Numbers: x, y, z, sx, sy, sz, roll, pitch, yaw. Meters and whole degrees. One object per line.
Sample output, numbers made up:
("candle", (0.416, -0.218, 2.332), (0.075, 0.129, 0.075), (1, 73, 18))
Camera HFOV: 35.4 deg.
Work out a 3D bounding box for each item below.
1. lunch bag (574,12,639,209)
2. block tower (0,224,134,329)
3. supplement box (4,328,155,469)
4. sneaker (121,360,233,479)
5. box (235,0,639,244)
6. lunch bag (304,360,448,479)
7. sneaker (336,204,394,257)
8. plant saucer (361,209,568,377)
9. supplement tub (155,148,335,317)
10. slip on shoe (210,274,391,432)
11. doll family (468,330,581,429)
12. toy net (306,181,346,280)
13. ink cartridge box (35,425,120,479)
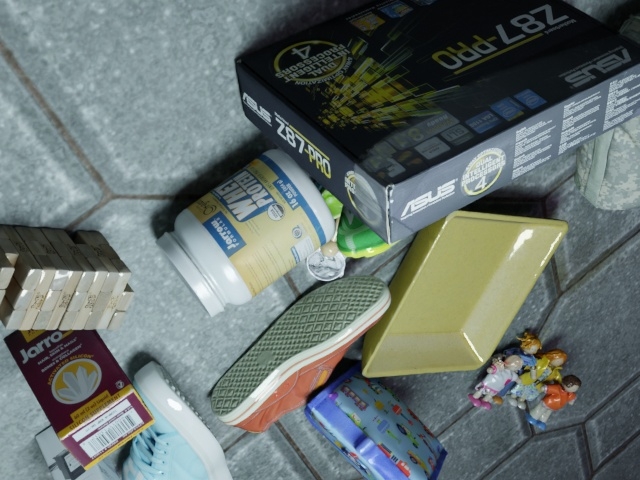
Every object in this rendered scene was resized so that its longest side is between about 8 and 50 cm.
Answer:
("lunch bag", (0.529, -0.209, 1.600), (0.256, 0.212, 0.305), (-37, 149, -19))
("block tower", (-0.375, 0.041, 1.131), (0.335, 0.097, 0.091), (4, 122, -46))
("supplement box", (-0.299, 0.173, 1.239), (0.104, 0.188, 0.081), (-34, 140, -13))
("sneaker", (-0.231, 0.326, 1.487), (0.150, 0.135, 0.366), (-35, 140, -17))
("box", (0.144, -0.186, 1.206), (0.395, 0.318, 0.097), (-26, 139, -21))
("lunch bag", (0.087, 0.317, 1.602), (0.138, 0.221, 0.293), (-44, 171, -1))
("sneaker", (0.072, -0.101, 1.327), (0.123, 0.109, 0.295), (50, 45, -37))
("plant saucer", (0.231, 0.077, 1.718), (0.333, 0.081, 0.332), (3, 121, -44))
("supplement tub", (-0.096, -0.008, 1.292), (0.200, 0.144, 0.144), (-37, 142, -10))
("slip on shoe", (-0.020, 0.175, 1.537), (0.331, 0.123, 0.101), (-42, 128, 9))
("doll family", (0.417, 0.271, 2.062), (0.263, 0.118, 0.163), (22, 116, -31))
("toy net", (0.000, 0.000, 1.466), (0.122, 0.045, 0.232), (-31, 140, -18))
("ink cartridge box", (-0.324, 0.331, 1.394), (0.063, 0.150, 0.109), (-33, 141, -8))
